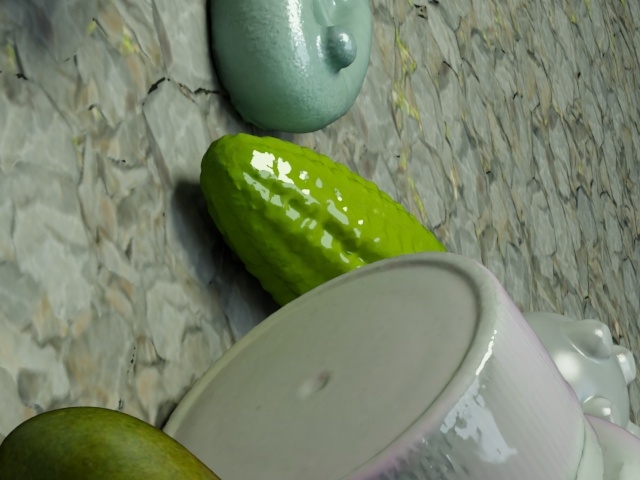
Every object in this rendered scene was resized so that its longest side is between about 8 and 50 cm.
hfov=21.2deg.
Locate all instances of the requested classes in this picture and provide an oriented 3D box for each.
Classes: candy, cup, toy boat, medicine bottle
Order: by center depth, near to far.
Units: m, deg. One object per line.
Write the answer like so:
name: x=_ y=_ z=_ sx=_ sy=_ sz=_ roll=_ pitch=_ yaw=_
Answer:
medicine bottle: x=0.074 y=0.181 z=0.858 sx=0.302 sy=0.241 sz=0.241 roll=57 pitch=29 yaw=-23
candy: x=0.000 y=0.000 z=0.981 sx=0.209 sy=0.096 sz=0.097 roll=39 pitch=43 yaw=-48
toy boat: x=-0.004 y=-0.147 z=1.065 sx=0.208 sy=0.078 sz=0.134 roll=-71 pitch=144 yaw=-55
cup: x=0.135 y=0.114 z=1.169 sx=0.173 sy=0.142 sz=0.134 roll=15 pitch=65 yaw=-65

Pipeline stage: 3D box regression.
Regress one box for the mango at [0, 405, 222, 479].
mango: x=-0.051 y=0.188 z=0.703 sx=0.267 sy=0.133 sz=0.111 roll=56 pitch=28 yaw=-5
